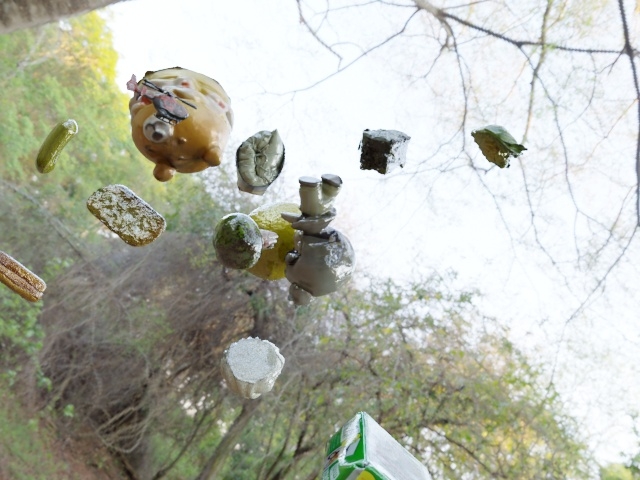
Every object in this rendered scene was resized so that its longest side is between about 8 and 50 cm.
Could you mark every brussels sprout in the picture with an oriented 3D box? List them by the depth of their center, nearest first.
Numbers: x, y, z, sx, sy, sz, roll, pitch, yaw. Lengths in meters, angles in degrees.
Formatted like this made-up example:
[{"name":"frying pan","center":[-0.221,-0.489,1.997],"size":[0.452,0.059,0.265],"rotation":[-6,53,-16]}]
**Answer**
[{"name":"brussels sprout","center":[0.553,-0.305,1.664],"size":[0.139,0.100,0.181],"rotation":[51,7,-48]}]

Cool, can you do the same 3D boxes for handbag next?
[{"name":"handbag","center":[-0.126,-0.157,1.062],"size":[0.095,0.117,0.173],"rotation":[10,-3,-13]}]

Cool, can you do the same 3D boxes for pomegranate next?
[{"name":"pomegranate","center":[-0.185,0.008,1.273],"size":[0.163,0.125,0.138],"rotation":[26,28,-53]}]

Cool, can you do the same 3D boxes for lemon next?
[{"name":"lemon","center":[-0.142,0.003,1.726],"size":[0.253,0.310,0.254],"rotation":[43,-32,35]}]

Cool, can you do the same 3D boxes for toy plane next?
[{"name":"toy plane","center":[-0.314,-0.274,1.052],"size":[0.145,0.060,0.037],"rotation":[23,-14,-32]}]

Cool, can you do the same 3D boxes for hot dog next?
[{"name":"hot dog","center":[-0.752,0.088,1.308],"size":[0.045,0.071,0.165],"rotation":[-25,-52,18]}]

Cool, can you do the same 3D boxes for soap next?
[{"name":"soap","center":[-0.593,-0.213,1.191],"size":[0.045,0.140,0.089],"rotation":[34,-8,-30]}]

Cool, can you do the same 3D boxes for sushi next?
[{"name":"sushi","center":[0.167,-0.255,1.508],"size":[0.147,0.212,0.115],"rotation":[17,-68,13]}]

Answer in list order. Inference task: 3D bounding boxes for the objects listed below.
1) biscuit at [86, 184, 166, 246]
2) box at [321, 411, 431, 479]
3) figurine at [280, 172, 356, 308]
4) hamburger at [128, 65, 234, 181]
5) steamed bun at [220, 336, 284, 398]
[{"name":"biscuit","center":[-0.503,-0.067,1.380],"size":[0.247,0.118,0.029],"rotation":[36,-27,24]},{"name":"box","center":[0.091,0.383,0.830],"size":[0.180,0.103,0.250],"rotation":[41,3,2]},{"name":"figurine","center":[0.000,-0.001,1.533],"size":[0.203,0.248,0.381],"rotation":[14,-64,33]},{"name":"hamburger","center":[-0.368,-0.289,1.398],"size":[0.276,0.276,0.237],"rotation":[102,-15,-58]},{"name":"steamed bun","center":[-0.195,0.360,1.495],"size":[0.182,0.182,0.106],"rotation":[34,-46,25]}]
